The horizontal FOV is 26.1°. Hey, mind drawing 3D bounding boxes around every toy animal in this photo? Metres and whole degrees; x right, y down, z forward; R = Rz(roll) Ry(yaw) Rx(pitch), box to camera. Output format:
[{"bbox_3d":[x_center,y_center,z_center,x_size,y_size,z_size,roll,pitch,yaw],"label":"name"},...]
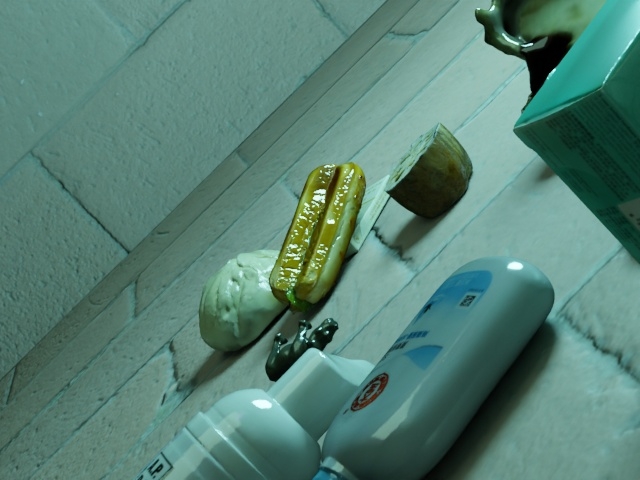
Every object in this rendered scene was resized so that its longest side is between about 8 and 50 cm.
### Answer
[{"bbox_3d":[-0.020,0.133,1.707,0.136,0.047,0.065,-31,23,41],"label":"toy animal"}]

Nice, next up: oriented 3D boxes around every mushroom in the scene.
[{"bbox_3d":[0.339,-0.232,1.595,0.292,0.217,0.212,-14,-13,37],"label":"mushroom"}]

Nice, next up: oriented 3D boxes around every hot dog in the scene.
[{"bbox_3d":[0.000,0.000,1.942,0.104,0.076,0.250,-6,54,34],"label":"hot dog"}]

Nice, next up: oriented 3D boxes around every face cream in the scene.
[{"bbox_3d":[-0.091,0.237,1.363,0.369,0.145,0.145,-47,13,-7],"label":"face cream"},{"bbox_3d":[0.076,0.156,1.246,0.336,0.080,0.163,-49,13,-21],"label":"face cream"}]

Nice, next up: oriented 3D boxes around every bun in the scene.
[{"bbox_3d":[-0.116,0.079,2.057,0.183,0.102,0.183,-41,16,14],"label":"bun"}]

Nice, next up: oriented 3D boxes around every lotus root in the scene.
[{"bbox_3d":[0.141,-0.086,1.826,0.112,0.081,0.122,-40,14,28],"label":"lotus root"}]

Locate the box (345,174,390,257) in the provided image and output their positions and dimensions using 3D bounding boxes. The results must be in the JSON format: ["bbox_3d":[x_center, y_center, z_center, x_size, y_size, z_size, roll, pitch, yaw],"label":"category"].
[{"bbox_3d":[0.050,-0.025,2.039,0.090,0.024,0.167,-31,19,42],"label":"box"}]

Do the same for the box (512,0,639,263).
[{"bbox_3d":[0.323,-0.135,1.123,0.311,0.205,0.118,-51,16,-27],"label":"box"}]
